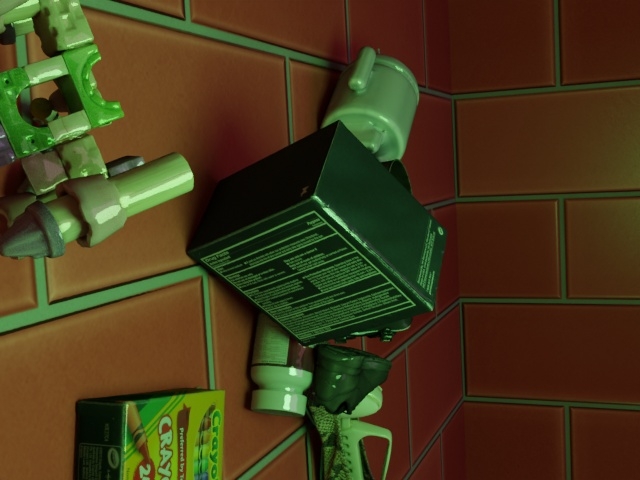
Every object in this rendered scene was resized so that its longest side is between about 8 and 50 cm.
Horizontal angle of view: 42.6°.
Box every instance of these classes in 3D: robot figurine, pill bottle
[{"bbox_3d":[0.118,-0.298,1.913,0.300,0.200,0.353,80,22,-45],"label":"robot figurine"},{"bbox_3d":[-0.066,0.211,1.535,0.121,0.121,0.221,43,49,-61],"label":"pill bottle"}]

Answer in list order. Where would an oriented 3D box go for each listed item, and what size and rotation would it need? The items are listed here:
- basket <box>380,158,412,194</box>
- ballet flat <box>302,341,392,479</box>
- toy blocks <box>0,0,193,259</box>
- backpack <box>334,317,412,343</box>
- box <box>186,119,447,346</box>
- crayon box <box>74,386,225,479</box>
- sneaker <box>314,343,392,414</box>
[{"bbox_3d":[0.063,-0.079,1.731,0.204,0.227,0.154,62,34,-50],"label":"basket"},{"bbox_3d":[0.064,0.401,1.773,0.164,0.182,0.482,-50,135,-58],"label":"ballet flat"},{"bbox_3d":[-0.334,-0.115,0.815,0.260,0.309,0.288,-28,106,-30],"label":"toy blocks"},{"bbox_3d":[0.070,0.107,1.727,0.253,0.225,0.191,-166,-108,-87],"label":"backpack"},{"bbox_3d":[0.000,0.000,1.353,0.294,0.296,0.182,42,46,-30],"label":"box"},{"bbox_3d":[-0.224,0.319,1.186,0.318,0.081,0.202,14,76,-68],"label":"crayon box"},{"bbox_3d":[0.052,0.272,1.592,0.286,0.109,0.130,22,82,-63],"label":"sneaker"}]
